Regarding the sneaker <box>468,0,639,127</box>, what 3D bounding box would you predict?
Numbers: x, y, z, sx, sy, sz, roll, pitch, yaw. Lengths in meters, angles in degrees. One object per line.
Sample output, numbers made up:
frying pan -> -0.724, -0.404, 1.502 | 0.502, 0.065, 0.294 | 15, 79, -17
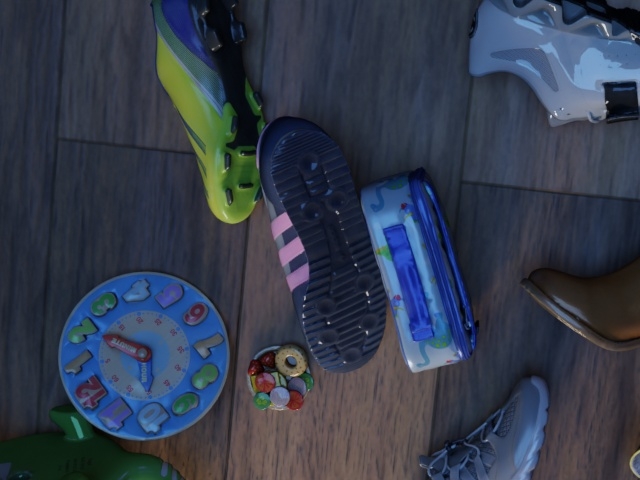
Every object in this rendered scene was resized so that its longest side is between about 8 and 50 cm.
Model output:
sneaker -> 0.321, -0.182, 1.313 | 0.331, 0.122, 0.146 | 22, 118, 4

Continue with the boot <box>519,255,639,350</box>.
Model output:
boot -> 0.387, 0.026, 1.317 | 0.284, 0.109, 0.220 | 23, 101, 3

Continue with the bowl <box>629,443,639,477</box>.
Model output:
bowl -> 0.439, 0.225, 1.333 | 0.170, 0.170, 0.080 | 9, 60, 7

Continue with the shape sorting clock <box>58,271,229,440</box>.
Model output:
shape sorting clock -> -0.213, 0.138, 1.430 | 0.206, 0.040, 0.206 | 0, 80, -3

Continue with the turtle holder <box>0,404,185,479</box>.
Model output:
turtle holder -> -0.317, 0.343, 1.425 | 0.320, 0.243, 0.227 | -20, 113, -30

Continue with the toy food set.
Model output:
toy food set -> -0.050, 0.170, 1.447 | 0.083, 0.020, 0.082 | -11, 95, 9

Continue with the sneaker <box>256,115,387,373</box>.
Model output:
sneaker -> 0.000, 0.000, 1.387 | 0.112, 0.131, 0.319 | -16, 116, -11

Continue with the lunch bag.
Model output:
lunch bag -> 0.112, 0.032, 1.327 | 0.090, 0.176, 0.218 | -16, 93, 10

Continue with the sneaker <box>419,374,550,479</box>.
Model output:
sneaker -> 0.173, 0.272, 1.383 | 0.115, 0.105, 0.281 | 30, 101, 4

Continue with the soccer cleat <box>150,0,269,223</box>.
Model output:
soccer cleat -> -0.135, -0.163, 1.400 | 0.121, 0.093, 0.289 | -2, 103, 39
